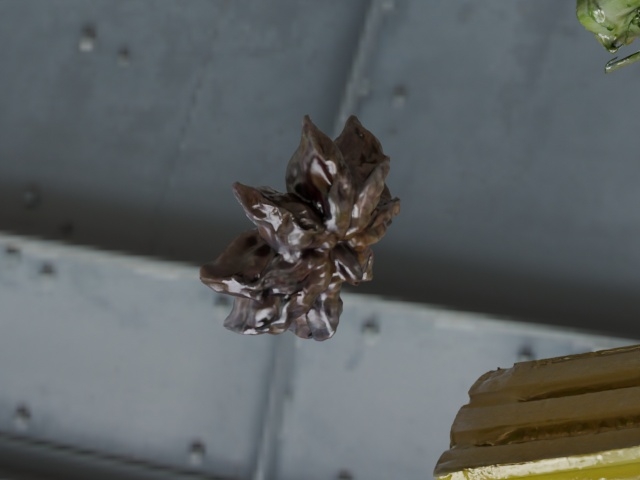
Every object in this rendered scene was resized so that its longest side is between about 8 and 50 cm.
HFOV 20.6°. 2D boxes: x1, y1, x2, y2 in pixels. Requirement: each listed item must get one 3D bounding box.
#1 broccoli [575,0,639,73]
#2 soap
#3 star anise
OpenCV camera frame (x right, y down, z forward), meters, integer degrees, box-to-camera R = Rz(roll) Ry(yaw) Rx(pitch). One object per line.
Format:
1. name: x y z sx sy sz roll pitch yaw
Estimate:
1. broccoli: 0.369 -0.268 1.657 0.283 0.321 0.304 -29 -162 43
2. soap: 0.283 0.184 1.680 0.315 0.091 0.199 -13 -159 24
3. star anise: 0.000 0.001 1.693 0.109 0.236 0.223 30 -111 26
